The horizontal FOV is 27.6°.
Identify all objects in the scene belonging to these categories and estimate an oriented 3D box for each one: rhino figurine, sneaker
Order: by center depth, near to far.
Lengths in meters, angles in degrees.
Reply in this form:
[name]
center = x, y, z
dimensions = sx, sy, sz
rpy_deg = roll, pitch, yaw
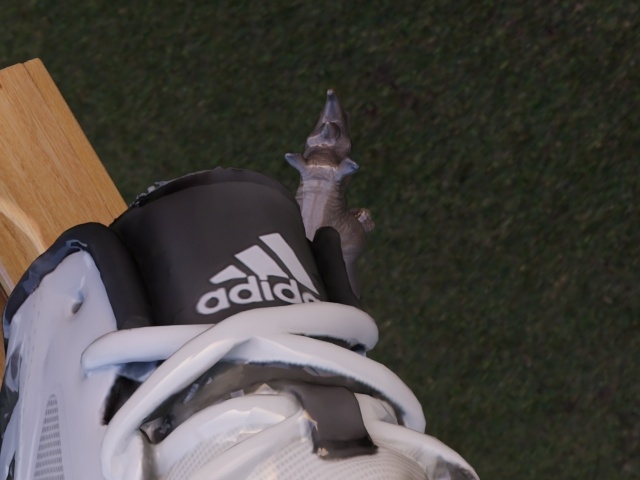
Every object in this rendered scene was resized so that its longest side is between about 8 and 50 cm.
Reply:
[sneaker]
center = -0.013, 0.077, 0.285
dimensions = 0.447, 0.169, 0.257
rpy_deg = 137, 128, -58
[rhino figurine]
center = 0.000, 0.000, 0.981
dimensions = 0.073, 0.106, 0.243
rpy_deg = 12, 118, 10

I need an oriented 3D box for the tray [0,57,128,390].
[tray]
center = -0.084, 0.136, 0.642
dimensions = 0.411, 0.076, 0.203
rpy_deg = 59, 149, 6
